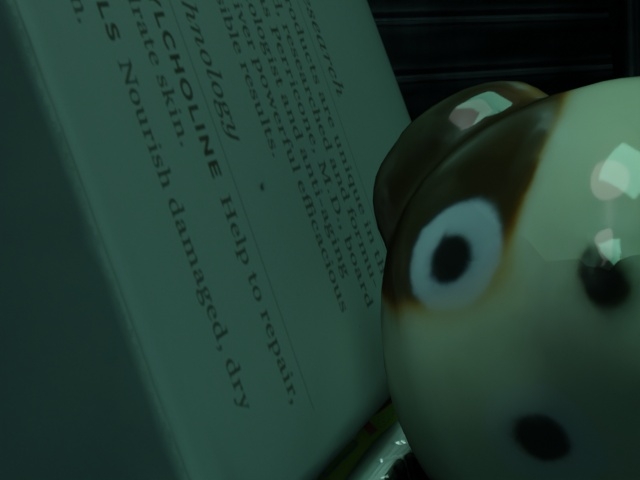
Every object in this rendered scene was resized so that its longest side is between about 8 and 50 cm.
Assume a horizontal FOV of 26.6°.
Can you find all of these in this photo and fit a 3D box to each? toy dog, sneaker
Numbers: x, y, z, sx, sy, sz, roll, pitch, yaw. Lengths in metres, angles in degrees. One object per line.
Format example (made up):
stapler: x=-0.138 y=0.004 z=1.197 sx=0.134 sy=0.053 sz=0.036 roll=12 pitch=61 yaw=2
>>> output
toy dog: x=0.223 y=0.006 z=0.593 sx=0.408 sy=0.285 sz=0.395 roll=-9 pitch=-4 yaw=-18
sneaker: x=0.024 y=0.113 z=0.666 sx=0.094 sy=0.081 sz=0.208 roll=-9 pitch=6 yaw=26

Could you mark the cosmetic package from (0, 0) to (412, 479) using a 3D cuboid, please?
cosmetic package: x=-0.161 y=-0.025 z=0.672 sx=0.329 sy=0.327 sz=0.393 roll=-19 pitch=5 yaw=21
